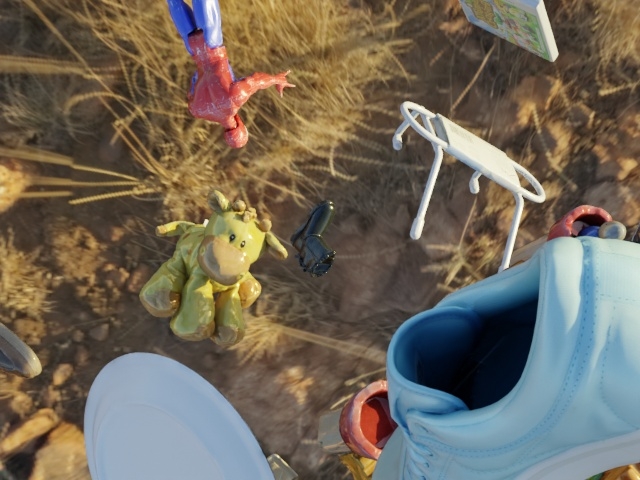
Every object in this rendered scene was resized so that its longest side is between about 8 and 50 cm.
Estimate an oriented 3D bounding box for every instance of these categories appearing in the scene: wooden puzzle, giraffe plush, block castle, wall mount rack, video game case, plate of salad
[{"bbox_3d":[-0.073,0.315,1.243,0.078,0.116,0.014,-32,43,-7],"label":"wooden puzzle"},{"bbox_3d":[-0.138,0.026,1.337,0.181,0.170,0.210,16,58,-28],"label":"giraffe plush"},{"bbox_3d":[0.251,0.194,1.117,0.453,0.213,0.303,-36,90,-27],"label":"block castle"},{"bbox_3d":[0.260,-0.095,1.718,0.350,0.304,0.130,26,121,-24],"label":"wall mount rack"},{"bbox_3d":[0.322,-0.407,1.673,0.193,0.212,0.023,34,90,26],"label":"video game case"},{"bbox_3d":[-0.094,0.170,0.662,0.199,0.048,0.200,15,115,36],"label":"plate of salad"}]

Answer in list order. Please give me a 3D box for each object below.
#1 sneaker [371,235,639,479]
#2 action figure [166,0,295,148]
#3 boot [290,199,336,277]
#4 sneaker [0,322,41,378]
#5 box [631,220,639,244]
[{"bbox_3d":[0.095,0.095,0.602,0.150,0.366,0.135,22,50,-13],"label":"sneaker"},{"bbox_3d":[-0.123,-0.250,1.120,0.091,0.139,0.281,-12,99,27],"label":"action figure"},{"bbox_3d":[0.000,0.000,1.693,0.121,0.045,0.099,-49,45,18],"label":"boot"},{"bbox_3d":[-0.406,0.117,1.074,0.188,0.066,0.071,30,61,14],"label":"sneaker"},{"bbox_3d":[0.390,0.019,0.674,0.097,0.395,0.318,-33,66,-6],"label":"box"}]
